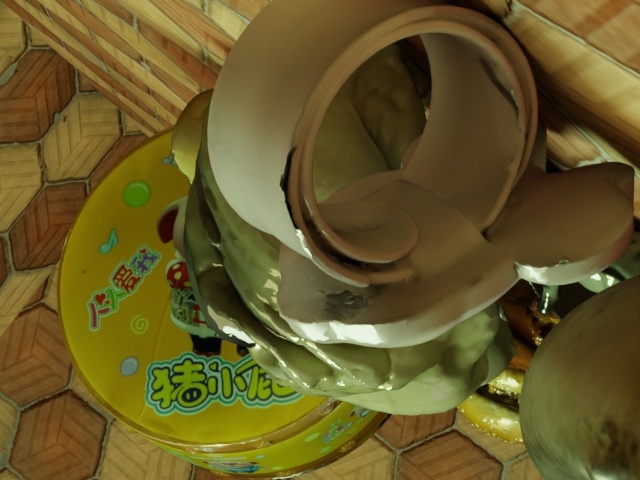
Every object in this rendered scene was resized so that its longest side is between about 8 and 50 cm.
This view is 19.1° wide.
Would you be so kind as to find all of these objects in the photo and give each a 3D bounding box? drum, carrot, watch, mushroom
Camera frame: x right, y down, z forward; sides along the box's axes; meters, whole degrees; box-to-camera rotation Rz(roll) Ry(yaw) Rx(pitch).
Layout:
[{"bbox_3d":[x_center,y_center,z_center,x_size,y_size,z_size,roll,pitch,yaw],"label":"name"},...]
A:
[{"bbox_3d":[-0.094,0.071,2.282,0.431,0.431,0.214,36,174,21],"label":"drum"},{"bbox_3d":[0.243,0.097,2.302,0.043,0.043,0.248,41,177,-33],"label":"carrot"},{"bbox_3d":[0.065,-0.064,1.207,0.211,0.248,0.217,35,149,51],"label":"watch"},{"bbox_3d":[0.281,0.192,1.243,0.362,0.294,0.362,37,174,4],"label":"mushroom"}]

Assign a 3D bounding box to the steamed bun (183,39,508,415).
[{"bbox_3d":[0.000,0.000,1.477,0.275,0.206,0.320,-173,65,-81],"label":"steamed bun"}]

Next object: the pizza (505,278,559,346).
[{"bbox_3d":[0.224,0.058,1.726,0.161,0.085,0.305,35,174,47],"label":"pizza"}]

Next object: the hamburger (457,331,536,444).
[{"bbox_3d":[0.256,0.184,2.290,0.191,0.118,0.182,17,-164,23],"label":"hamburger"}]

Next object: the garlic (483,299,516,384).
[{"bbox_3d":[0.087,0.015,1.732,0.210,0.237,0.292,4,153,24],"label":"garlic"}]

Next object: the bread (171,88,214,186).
[{"bbox_3d":[-0.024,-0.071,2.085,0.261,0.158,0.156,40,165,-23],"label":"bread"}]

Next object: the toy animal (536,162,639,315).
[{"bbox_3d":[0.203,0.005,1.449,0.217,0.073,0.176,30,157,37],"label":"toy animal"}]

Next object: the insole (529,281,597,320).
[{"bbox_3d":[0.252,0.079,1.631,0.007,0.111,0.328,-1,143,40],"label":"insole"}]
